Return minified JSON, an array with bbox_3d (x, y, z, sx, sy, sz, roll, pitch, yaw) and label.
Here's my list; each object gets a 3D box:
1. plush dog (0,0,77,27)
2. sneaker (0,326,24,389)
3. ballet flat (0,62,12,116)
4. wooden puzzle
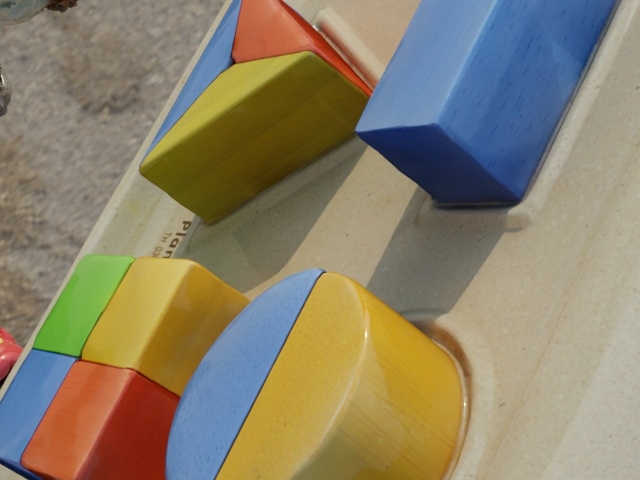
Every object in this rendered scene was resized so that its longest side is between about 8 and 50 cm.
[{"bbox_3d":[-0.274,-0.227,1.124,0.262,0.225,0.211,14,81,3],"label":"plush dog"},{"bbox_3d":[-0.213,0.047,0.813,0.107,0.118,0.279,-47,129,-34],"label":"sneaker"},{"bbox_3d":[-0.395,-0.207,1.649,0.084,0.250,0.058,-3,118,-24],"label":"ballet flat"},{"bbox_3d":[0.000,0.000,0.552,0.080,0.348,0.322,40,69,-33],"label":"wooden puzzle"}]
